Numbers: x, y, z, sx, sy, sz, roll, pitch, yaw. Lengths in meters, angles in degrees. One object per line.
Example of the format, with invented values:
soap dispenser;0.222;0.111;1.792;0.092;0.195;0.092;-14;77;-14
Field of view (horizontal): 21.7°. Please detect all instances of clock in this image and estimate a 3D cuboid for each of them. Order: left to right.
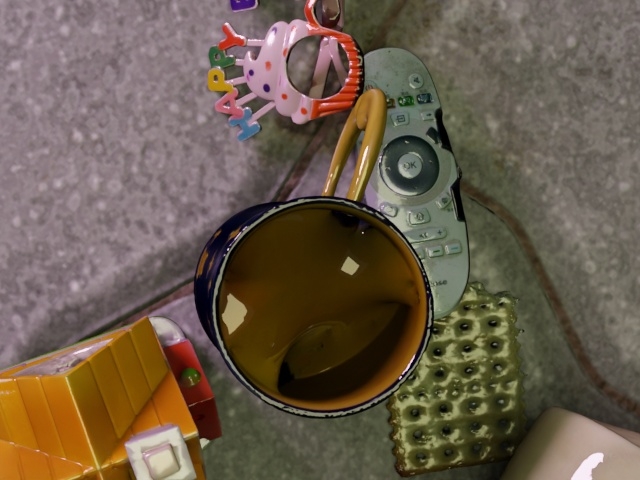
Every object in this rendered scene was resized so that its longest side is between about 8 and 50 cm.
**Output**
clock;-0.197;0.164;1.382;0.235;0.309;0.166;-20;96;-8

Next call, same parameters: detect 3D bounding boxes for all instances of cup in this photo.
cup;0.011;0.019;1.436;0.255;0.256;0.178;-44;99;-5

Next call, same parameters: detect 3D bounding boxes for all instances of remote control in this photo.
remote control;0.082;-0.053;1.548;0.097;0.045;0.256;-7;87;-12

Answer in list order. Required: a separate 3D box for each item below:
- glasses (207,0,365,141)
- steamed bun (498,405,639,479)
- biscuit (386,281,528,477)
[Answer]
glasses;-0.026;-0.216;1.523;0.162;0.095;0.255;3;94;18
steamed bun;0.304;0.376;1.489;0.456;0.290;0.371;31;92;-12
biscuit;0.127;0.119;1.582;0.144;0.016;0.203;-5;94;-8
